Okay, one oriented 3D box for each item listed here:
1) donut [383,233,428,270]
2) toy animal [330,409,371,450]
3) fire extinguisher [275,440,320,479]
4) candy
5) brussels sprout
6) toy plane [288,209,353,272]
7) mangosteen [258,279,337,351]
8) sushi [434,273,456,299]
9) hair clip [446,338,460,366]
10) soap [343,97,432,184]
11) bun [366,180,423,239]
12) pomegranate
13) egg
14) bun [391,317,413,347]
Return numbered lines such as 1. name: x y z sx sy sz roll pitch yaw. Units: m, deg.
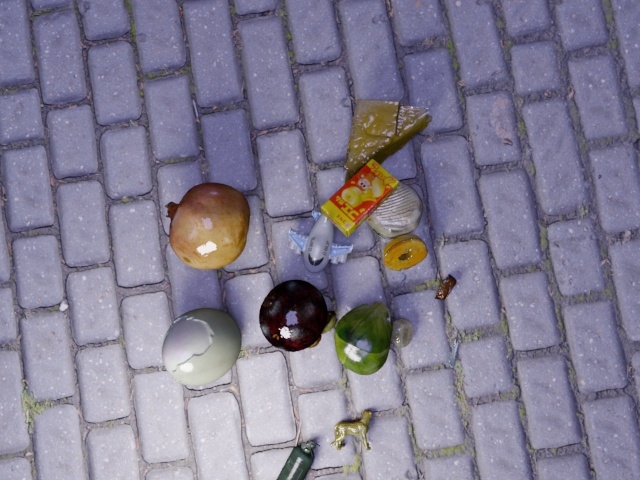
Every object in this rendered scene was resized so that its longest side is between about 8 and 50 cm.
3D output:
1. donut: 0.327 0.042 1.599 0.178 0.162 0.065 -19 44 7
2. toy animal: 0.119 0.749 1.604 0.182 0.073 0.136 -8 78 14
3. fire extinguisher: -0.101 0.907 1.576 0.095 0.114 0.311 30 86 -25
4. candy: 0.148 -0.160 1.517 0.146 0.088 0.276 43 82 15
5. brussels sprout: 0.169 0.365 1.555 0.219 0.210 0.271 24 64 27
6. toy plane: 0.000 0.001 1.624 0.267 0.122 0.266 0 89 4
7. mangosteen: -0.091 0.290 1.542 0.288 0.288 0.287 0 86 2
8. sushi: 0.499 0.190 1.624 0.055 0.052 0.120 33 88 4
9. hair clip: 0.533 0.450 1.615 0.030 0.039 0.115 16 85 -2
10. soap: 0.265 -0.366 1.613 0.305 0.169 0.338 10 87 13
11. bun: 0.286 -0.118 1.608 0.239 0.141 0.239 -1 76 5
12. pomegranate: -0.434 -0.063 1.540 0.338 0.338 0.338 0 86 2
13. egg: -0.448 0.395 1.514 0.279 0.336 0.278 0 88 8
14. bun: 0.315 0.363 1.605 0.115 0.069 0.115 -5 98 -42
